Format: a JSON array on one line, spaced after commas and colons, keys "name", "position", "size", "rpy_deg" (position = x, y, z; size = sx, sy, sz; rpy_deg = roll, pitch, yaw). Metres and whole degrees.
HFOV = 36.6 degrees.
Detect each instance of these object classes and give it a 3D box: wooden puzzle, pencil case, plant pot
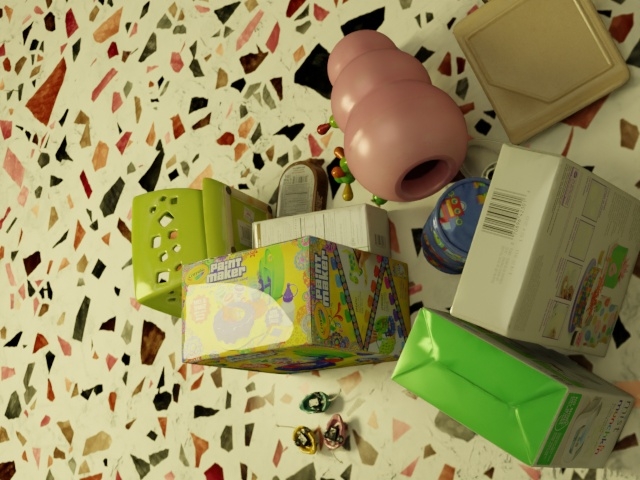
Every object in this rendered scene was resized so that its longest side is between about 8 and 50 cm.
[{"name": "wooden puzzle", "position": [0.356, -0.306, 1.572], "size": [0.221, 0.044, 0.238], "rpy_deg": [-30, 78, 30]}, {"name": "pencil case", "position": [0.226, -0.018, 1.485], "size": [0.133, 0.306, 0.119], "rpy_deg": [-30, 84, -1]}, {"name": "plant pot", "position": [-0.213, 0.016, 1.875], "size": [0.207, 0.228, 0.227], "rpy_deg": [-19, 65, 28]}]

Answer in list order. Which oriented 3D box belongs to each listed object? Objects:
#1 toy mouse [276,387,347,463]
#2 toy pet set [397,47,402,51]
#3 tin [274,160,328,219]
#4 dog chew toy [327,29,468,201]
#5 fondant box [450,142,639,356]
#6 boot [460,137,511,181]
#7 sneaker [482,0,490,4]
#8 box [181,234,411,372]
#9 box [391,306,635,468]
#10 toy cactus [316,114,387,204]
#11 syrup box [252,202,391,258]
[{"name": "toy mouse", "position": [0.009, 0.323, 1.739], "size": [0.161, 0.031, 0.143], "rpy_deg": [38, 104, 38]}, {"name": "toy pet set", "position": [0.109, -0.325, 1.812], "size": [0.114, 0.065, 0.122], "rpy_deg": [123, 143, -61]}, {"name": "tin", "position": [-0.040, -0.062, 1.872], "size": [0.106, 0.040, 0.189], "rpy_deg": [-5, 77, 43]}, {"name": "dog chew toy", "position": [0.112, -0.226, 1.634], "size": [0.206, 0.206, 0.332], "rpy_deg": [-41, 53, 25]}, {"name": "fondant box", "position": [0.331, 0.024, 1.348], "size": [0.096, 0.330, 0.238], "rpy_deg": [19, 91, 40]}, {"name": "boot", "position": [0.297, -0.105, 1.544], "size": [0.258, 0.123, 0.095], "rpy_deg": [35, 102, 39]}, {"name": "sneaker", "position": [0.321, -0.389, 1.627], "size": [0.066, 0.071, 0.188], "rpy_deg": [-53, 52, 17]}, {"name": "box", "position": [-0.041, 0.122, 1.667], "size": [0.290, 0.279, 0.177], "rpy_deg": [-13, 71, 37]}, {"name": "box", "position": [0.282, 0.212, 1.410], "size": [0.262, 0.231, 0.127], "rpy_deg": [28, 97, 40]}, {"name": "toy cactus", "position": [0.087, -0.174, 1.762], "size": [0.180, 0.112, 0.219], "rpy_deg": [-38, 49, 15]}, {"name": "syrup box", "position": [0.000, 0.000, 1.754], "size": [0.237, 0.093, 0.096], "rpy_deg": [-10, 79, 27]}]
